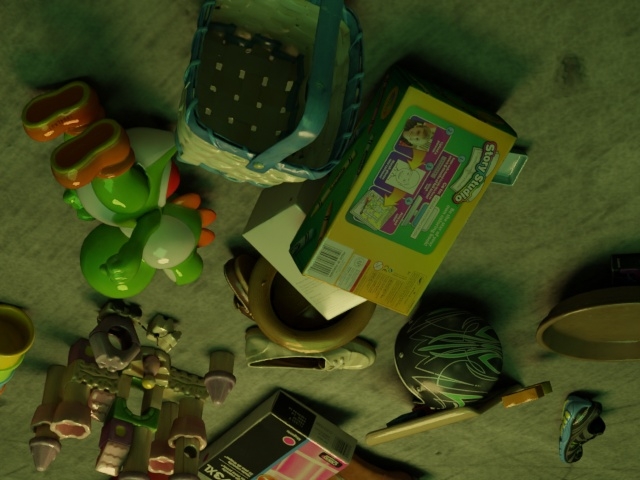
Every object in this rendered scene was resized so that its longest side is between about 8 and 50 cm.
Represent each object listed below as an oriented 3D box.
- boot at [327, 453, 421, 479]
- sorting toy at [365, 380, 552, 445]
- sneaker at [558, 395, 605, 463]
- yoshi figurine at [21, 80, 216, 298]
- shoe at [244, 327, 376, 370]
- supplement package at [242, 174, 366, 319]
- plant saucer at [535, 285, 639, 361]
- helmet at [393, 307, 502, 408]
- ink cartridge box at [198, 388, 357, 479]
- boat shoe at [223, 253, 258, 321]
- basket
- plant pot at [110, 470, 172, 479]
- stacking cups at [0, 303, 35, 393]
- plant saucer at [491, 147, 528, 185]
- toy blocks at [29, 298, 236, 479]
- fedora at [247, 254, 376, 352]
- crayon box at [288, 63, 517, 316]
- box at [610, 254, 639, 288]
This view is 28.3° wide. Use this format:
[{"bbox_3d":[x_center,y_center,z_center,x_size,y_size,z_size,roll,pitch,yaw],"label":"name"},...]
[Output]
[{"bbox_3d":[0.028,0.488,2.455,0.280,0.096,0.264,29,141,-28],"label":"boot"},{"bbox_3d":[0.248,0.271,2.115,0.307,0.041,0.229,-22,172,30],"label":"sorting toy"},{"bbox_3d":[0.461,0.340,2.238,0.078,0.067,0.188,5,142,7],"label":"sneaker"},{"bbox_3d":[-0.282,-0.031,1.692,0.203,0.204,0.362,6,150,24],"label":"yoshi figurine"},{"bbox_3d":[-0.017,0.190,2.071,0.219,0.058,0.076,7,144,-6],"label":"shoe"},{"bbox_3d":[0.000,0.000,1.726,0.105,0.105,0.179,-28,116,35],"label":"supplement package"},{"bbox_3d":[0.466,0.127,1.924,0.277,0.041,0.278,1,158,0],"label":"plant saucer"},{"bbox_3d":[0.197,0.181,1.959,0.169,0.169,0.161,1,161,2],"label":"helmet"},{"bbox_3d":[-0.104,0.412,2.349,0.175,0.069,0.371,35,138,-12],"label":"ink cartridge box"},{"bbox_3d":[-0.095,0.094,1.932,0.073,0.073,0.207,-17,139,23],"label":"boat shoe"},{"bbox_3d":[-0.042,-0.195,1.388,0.201,0.255,0.289,16,161,-15],"label":"basket"},{"bbox_3d":[-0.342,0.571,2.530,0.191,0.174,0.191,3,143,2],"label":"plant pot"},{"bbox_3d":[-0.566,0.219,2.125,0.096,0.096,0.316,18,143,-20],"label":"stacking cups"},{"bbox_3d":[0.174,-0.112,1.676,0.192,0.018,0.067,8,144,-9],"label":"plant saucer"},{"bbox_3d":[-0.306,0.310,2.087,0.288,0.260,0.309,23,140,-24],"label":"toy blocks"},{"bbox_3d":[-0.010,0.070,1.863,0.194,0.194,0.079,4,-176,-1],"label":"fedora"},{"bbox_3d":[0.101,-0.058,1.590,0.165,0.081,0.278,23,108,-24],"label":"crayon box"},{"bbox_3d":[0.511,0.060,1.880,0.162,0.029,0.116,-4,145,8],"label":"box"}]
